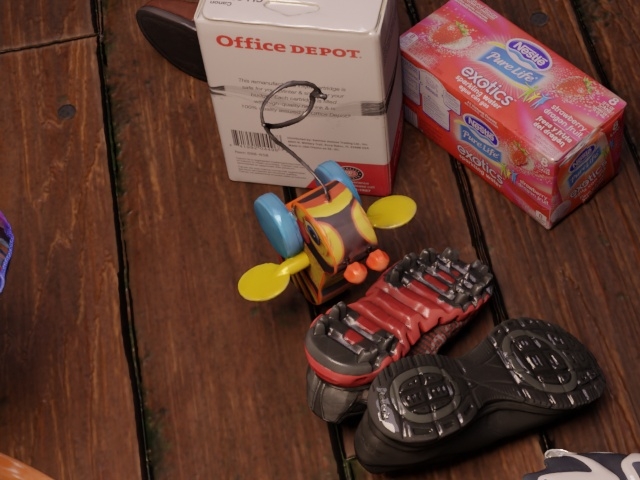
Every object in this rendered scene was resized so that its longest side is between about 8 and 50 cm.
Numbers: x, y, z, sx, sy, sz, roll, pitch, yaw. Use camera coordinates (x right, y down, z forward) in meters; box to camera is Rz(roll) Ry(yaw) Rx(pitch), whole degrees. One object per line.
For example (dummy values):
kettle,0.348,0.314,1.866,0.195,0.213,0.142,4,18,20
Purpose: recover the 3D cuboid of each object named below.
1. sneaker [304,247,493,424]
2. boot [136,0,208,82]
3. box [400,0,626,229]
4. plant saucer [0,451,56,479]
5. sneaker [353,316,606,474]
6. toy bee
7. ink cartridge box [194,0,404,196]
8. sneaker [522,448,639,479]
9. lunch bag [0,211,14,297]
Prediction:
sneaker,0.077,0.102,1.459,0.098,0.135,0.276,33,41,25
boot,-0.063,-0.322,1.778,0.264,0.096,0.280,14,56,16
box,0.211,-0.151,1.606,0.123,0.128,0.257,-38,59,-19
plant saucer,-0.269,0.255,1.335,0.200,0.200,0.037,30,86,24
sneaker,0.153,0.160,1.405,0.286,0.130,0.109,-8,58,-27
toy bee,0.000,0.000,1.423,0.195,0.298,0.162,-38,63,5
ink cartridge box,-0.015,-0.182,1.562,0.197,0.273,0.114,6,56,10
sneaker,0.229,0.288,1.311,0.153,0.094,0.235,13,57,16
lunch bag,-0.478,0.128,1.286,0.239,0.328,0.385,50,49,6
